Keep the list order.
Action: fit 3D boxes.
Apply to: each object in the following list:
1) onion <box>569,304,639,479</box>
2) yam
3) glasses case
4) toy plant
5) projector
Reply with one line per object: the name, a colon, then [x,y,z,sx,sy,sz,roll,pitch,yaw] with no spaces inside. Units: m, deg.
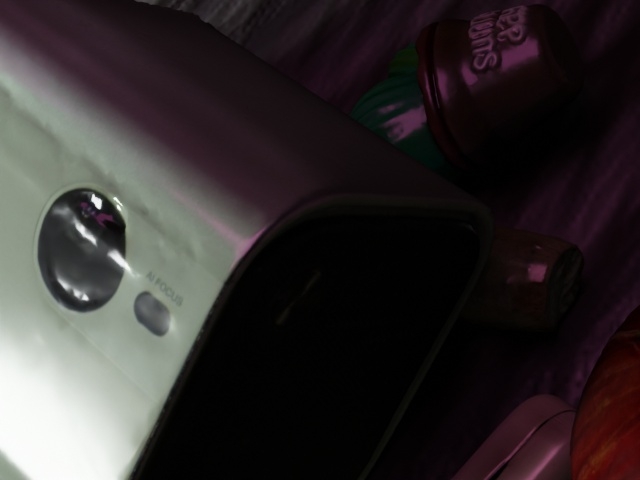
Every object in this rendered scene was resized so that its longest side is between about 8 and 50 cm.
onion: [0.243,0.098,0.591,0.248,0.161,0.248,1,60,-2]
yam: [0.000,0.000,0.858,0.372,0.083,0.083,13,65,36]
glasses case: [0.086,0.174,0.684,0.196,0.083,0.050,-48,49,-7]
toy plant: [0.083,-0.096,0.868,0.200,0.105,0.142,-23,40,29]
projector: [-0.087,0.021,0.720,0.249,0.248,0.248,37,110,29]
